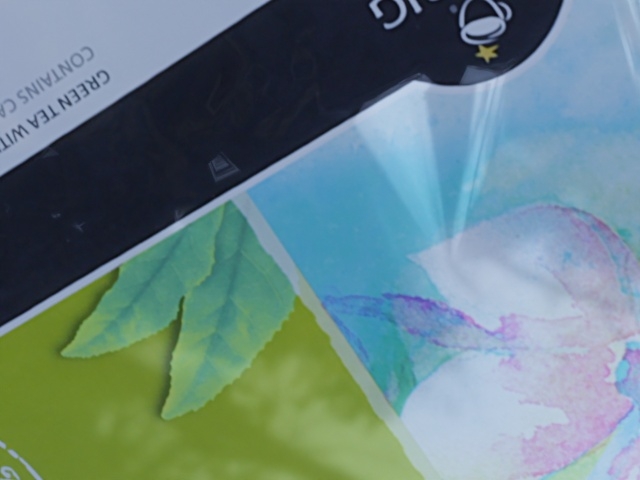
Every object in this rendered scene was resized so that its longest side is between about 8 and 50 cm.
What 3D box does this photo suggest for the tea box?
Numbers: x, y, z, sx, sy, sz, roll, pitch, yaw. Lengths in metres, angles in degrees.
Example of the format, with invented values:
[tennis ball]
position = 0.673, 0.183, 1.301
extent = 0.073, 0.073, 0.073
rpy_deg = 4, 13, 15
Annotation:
[tea box]
position = 0.000, 0.000, 0.512
extent = 0.329, 0.323, 0.220
rpy_deg = -30, -168, 24
